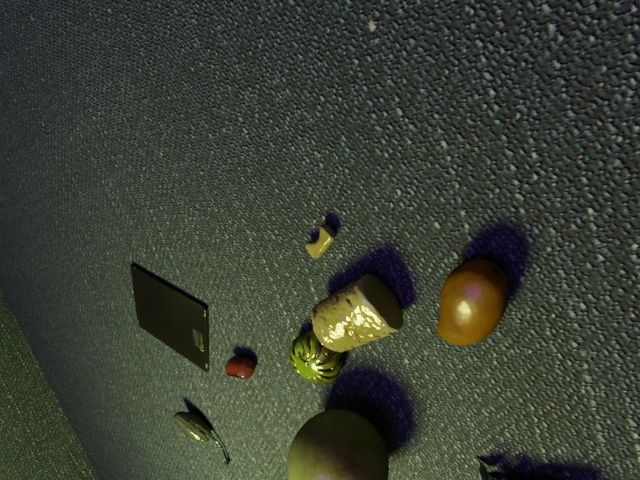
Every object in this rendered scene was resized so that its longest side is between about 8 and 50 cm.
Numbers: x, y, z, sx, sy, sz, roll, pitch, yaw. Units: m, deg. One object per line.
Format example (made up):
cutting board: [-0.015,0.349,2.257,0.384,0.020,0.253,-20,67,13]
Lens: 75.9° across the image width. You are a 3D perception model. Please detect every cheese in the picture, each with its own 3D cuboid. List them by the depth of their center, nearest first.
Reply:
cheese: [0.067,0.150,0.813,0.167,0.093,0.123,-34,87,39]
cheese: [0.000,0.000,0.835,0.044,0.030,0.083,40,134,6]

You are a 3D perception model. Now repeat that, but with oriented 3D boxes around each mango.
mango: [0.246,0.112,0.681,0.102,0.084,0.184,27,129,23]

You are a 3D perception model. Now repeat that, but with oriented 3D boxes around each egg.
egg: [0.030,0.506,0.922,0.218,0.218,0.296,40,141,14]

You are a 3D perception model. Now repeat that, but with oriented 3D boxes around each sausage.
sausage: [-0.220,0.348,1.126,0.094,0.059,0.054,-5,64,36]

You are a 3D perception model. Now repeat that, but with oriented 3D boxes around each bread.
bread: [-0.015,0.269,0.941,0.139,0.071,0.130,-11,108,38]

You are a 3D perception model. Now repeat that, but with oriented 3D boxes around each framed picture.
framed picture: [-0.473,0.241,1.284,0.338,0.014,0.256,22,122,26]

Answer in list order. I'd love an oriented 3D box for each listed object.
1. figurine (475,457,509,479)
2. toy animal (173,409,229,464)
figurine: [0.362,0.500,0.746,0.208,0.128,0.184,37,125,22]
toy animal: [-0.390,0.662,1.389,0.253,0.070,0.079,41,164,-2]
